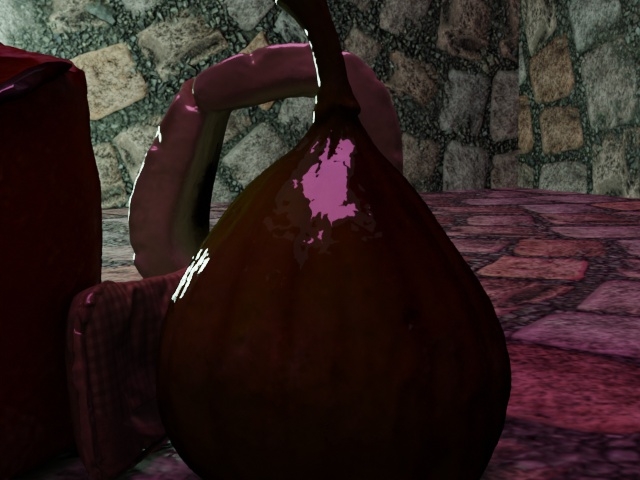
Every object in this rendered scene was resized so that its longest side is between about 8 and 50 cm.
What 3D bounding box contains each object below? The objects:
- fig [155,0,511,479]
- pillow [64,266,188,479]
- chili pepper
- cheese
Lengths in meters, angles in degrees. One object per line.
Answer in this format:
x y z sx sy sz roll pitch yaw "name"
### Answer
0.000 0.000 0.494 0.217 0.321 0.217 -4 12 1 "fig"
-0.109 0.083 0.601 0.034 0.135 0.211 1 10 23 "pillow"
-0.259 0.038 0.521 0.229 0.305 0.251 13 26 32 "chili pepper"
-0.055 -0.066 0.959 0.292 0.332 0.153 11 7 -2 "cheese"
